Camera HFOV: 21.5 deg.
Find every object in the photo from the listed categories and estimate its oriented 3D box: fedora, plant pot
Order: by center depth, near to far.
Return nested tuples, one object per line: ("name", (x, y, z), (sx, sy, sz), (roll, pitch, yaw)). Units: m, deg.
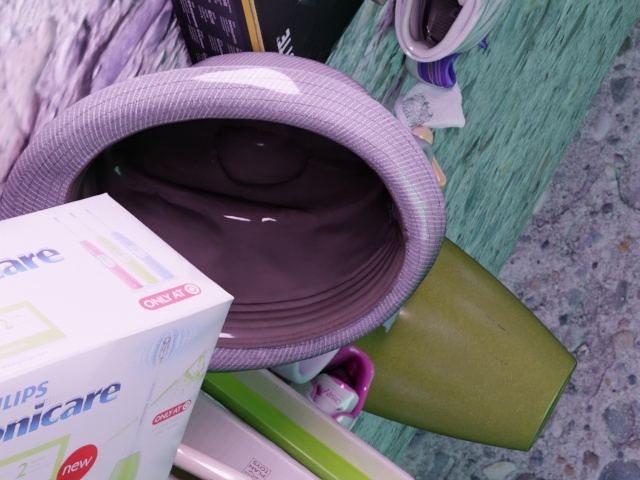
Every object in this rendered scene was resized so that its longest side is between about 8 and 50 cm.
("fedora", (-0.059, -0.036, 1.088), (0.124, 0.276, 0.243), (-88, 167, -51))
("plant pot", (0.177, 0.148, 2.222), (0.274, 0.294, 0.275), (-56, 167, -21))

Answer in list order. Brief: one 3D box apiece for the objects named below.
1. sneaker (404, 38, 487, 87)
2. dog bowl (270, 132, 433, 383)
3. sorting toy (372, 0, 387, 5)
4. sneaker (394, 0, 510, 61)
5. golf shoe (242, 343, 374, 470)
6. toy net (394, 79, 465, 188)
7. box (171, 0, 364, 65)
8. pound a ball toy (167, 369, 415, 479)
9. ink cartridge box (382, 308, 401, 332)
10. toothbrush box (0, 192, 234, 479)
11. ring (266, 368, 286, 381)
("sneaker", (0.154, -0.240, 1.789), (0.170, 0.071, 0.068), (-66, 167, 17))
("dog bowl", (0.000, 0.000, 1.622), (0.265, 0.104, 0.265), (-57, 167, -21))
("sorting toy", (0.042, -0.231, 1.054), (0.132, 0.046, 0.274), (-61, 168, -1))
("sneaker", (0.170, -0.300, 1.633), (0.292, 0.108, 0.169), (-64, 171, 21))
("golf shoe", (-0.036, 0.216, 1.879), (0.140, 0.115, 0.306), (-48, -178, 37))
("toy net", (0.080, -0.084, 1.814), (0.045, 0.122, 0.232), (-24, -135, 68))
("box", (-0.005, -0.248, 1.118), (0.257, 0.079, 0.322), (-60, 168, -15))
("pound a ball toy", (-0.091, 0.185, 1.290), (0.135, 0.319, 0.208), (-53, -177, 18))
("ink cartridge box", (0.073, 0.030, 1.941), (0.104, 0.060, 0.180), (-59, 168, -14))
("toothbrush box", (-0.196, 0.135, 0.982), (0.206, 0.122, 0.283), (-18, 137, -49))
("ring", (0.020, 0.025, 1.935), (0.336, 0.032, 0.336), (-56, 167, -19))
